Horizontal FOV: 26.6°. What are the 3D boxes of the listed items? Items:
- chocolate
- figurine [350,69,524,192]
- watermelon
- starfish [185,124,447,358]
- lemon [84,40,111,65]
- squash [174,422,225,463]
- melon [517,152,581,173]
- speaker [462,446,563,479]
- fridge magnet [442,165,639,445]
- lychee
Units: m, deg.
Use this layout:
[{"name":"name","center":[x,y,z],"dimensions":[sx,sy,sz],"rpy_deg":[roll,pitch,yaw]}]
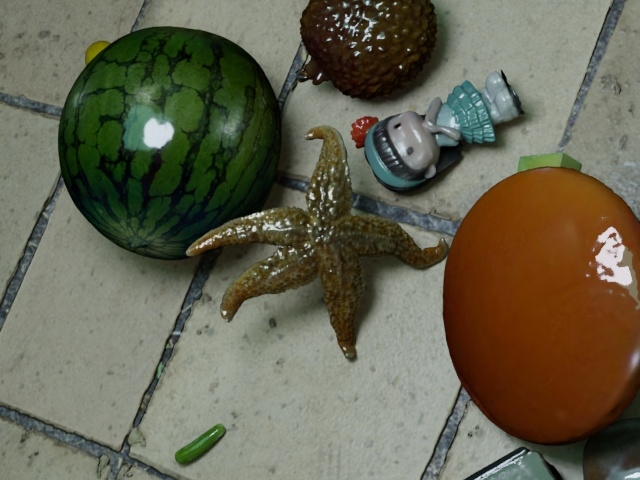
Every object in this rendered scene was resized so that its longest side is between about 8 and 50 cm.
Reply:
[{"name":"chocolate","center":[0.456,0.291,1.724],"dimensions":[0.254,0.080,0.157],"rpy_deg":[-10,68,19]},{"name":"figurine","center":[0.174,-0.167,2.001],"dimensions":[0.245,0.110,0.138],"rpy_deg":[-27,53,8]},{"name":"watermelon","center":[-0.227,-0.145,2.029],"dimensions":[0.363,0.363,0.363],"rpy_deg":[-8,68,20]},{"name":"starfish","center":[0.003,-0.002,1.932],"dimensions":[0.375,0.094,0.327],"rpy_deg":[12,88,-14]},{"name":"lemon","center":[-0.367,-0.303,2.295],"dimensions":[0.062,0.062,0.083],"rpy_deg":[-34,62,7]},{"name":"squash","center":[-0.178,0.303,2.012],"dimensions":[0.089,0.027,0.027],"rpy_deg":[-36,62,5]},{"name":"melon","center":[0.357,-0.046,1.903],"dimensions":[0.118,0.064,0.209],"rpy_deg":[-35,59,8]},{"name":"speaker","center":[0.227,0.398,1.720],"dimensions":[0.231,0.153,0.192],"rpy_deg":[-31,68,7]},{"name":"fridge magnet","center":[0.300,0.085,1.768],"dimensions":[0.364,0.155,0.363],"rpy_deg":[-5,83,51]},{"name":"lychee","center":[0.064,-0.308,2.053],"dimensions":[0.238,0.200,0.200],"rpy_deg":[-34,61,18]}]
